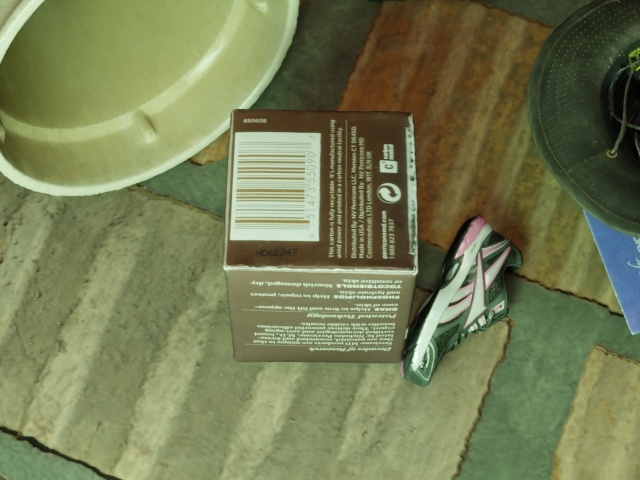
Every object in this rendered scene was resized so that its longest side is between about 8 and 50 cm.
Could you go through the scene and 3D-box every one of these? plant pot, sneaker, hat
[{"bbox_3d":[-0.239,-0.268,1.311,0.334,0.334,0.305,-31,62,-10],"label":"plant pot"},{"bbox_3d":[0.143,0.065,1.303,0.077,0.072,0.178,29,79,-2],"label":"sneaker"},{"bbox_3d":[0.357,-0.094,1.258,0.331,0.134,0.331,-7,55,10],"label":"hat"}]

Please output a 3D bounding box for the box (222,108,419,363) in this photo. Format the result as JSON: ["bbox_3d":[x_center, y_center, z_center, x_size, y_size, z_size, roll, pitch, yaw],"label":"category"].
[{"bbox_3d":[0.000,0.000,1.241,0.167,0.203,0.168,0,62,0],"label":"box"}]

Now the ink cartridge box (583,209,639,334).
[{"bbox_3d":[0.412,-0.091,1.359,0.307,0.072,0.303,-15,72,-8],"label":"ink cartridge box"}]
